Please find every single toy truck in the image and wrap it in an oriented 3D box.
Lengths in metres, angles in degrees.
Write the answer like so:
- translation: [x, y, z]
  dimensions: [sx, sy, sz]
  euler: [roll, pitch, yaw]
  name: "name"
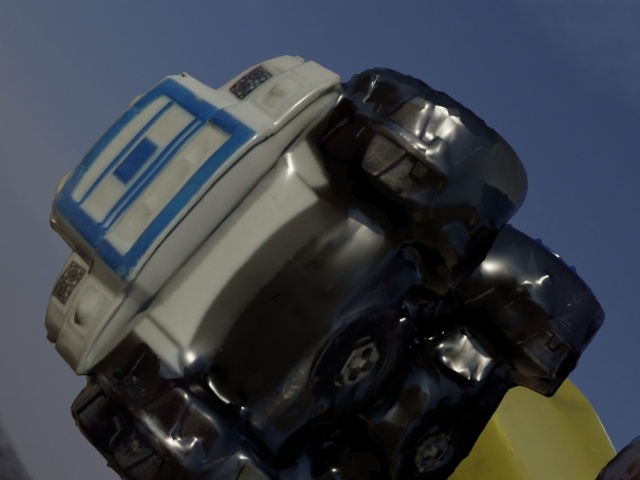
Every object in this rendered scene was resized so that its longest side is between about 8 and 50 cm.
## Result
- translation: [-0.015, 0.022, 0.482]
  dimensions: [0.177, 0.161, 0.213]
  euler: [37, -7, 41]
  name: "toy truck"

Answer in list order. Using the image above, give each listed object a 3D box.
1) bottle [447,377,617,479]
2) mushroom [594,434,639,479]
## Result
- translation: [0.160, 0.187, 1.067]
  dimensions: [0.171, 0.171, 0.351]
  euler: [85, -12, -52]
  name: "bottle"
- translation: [0.263, 0.215, 0.587]
  dimensions: [0.331, 0.356, 0.334]
  euler: [53, 2, 12]
  name: "mushroom"
